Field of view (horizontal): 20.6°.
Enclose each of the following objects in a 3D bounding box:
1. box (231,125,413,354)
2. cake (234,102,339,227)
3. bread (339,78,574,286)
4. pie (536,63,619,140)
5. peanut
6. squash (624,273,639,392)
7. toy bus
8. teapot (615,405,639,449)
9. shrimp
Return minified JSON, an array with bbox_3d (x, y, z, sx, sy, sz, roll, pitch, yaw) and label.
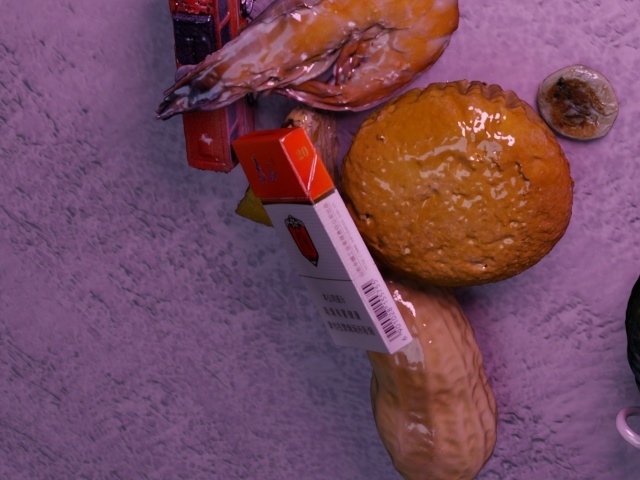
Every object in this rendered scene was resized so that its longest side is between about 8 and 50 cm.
[{"bbox_3d":[0.000,0.000,1.766,0.245,0.035,0.139,62,160,-14],"label":"box"},{"bbox_3d":[-0.037,-0.085,1.860,0.116,0.080,0.185,16,140,29],"label":"cake"},{"bbox_3d":[0.138,-0.060,1.744,0.240,0.139,0.240,9,130,11],"label":"bread"},{"bbox_3d":[0.253,-0.133,1.723,0.085,0.017,0.085,12,128,15],"label":"pie"},{"bbox_3d":[0.107,0.137,1.908,0.147,0.147,0.305,-1,124,23],"label":"peanut"},{"bbox_3d":[0.422,0.094,1.723,0.252,0.165,0.252,13,130,16],"label":"squash"},{"bbox_3d":[-0.108,-0.186,1.788,0.073,0.096,0.235,8,128,15],"label":"toy bus"},{"bbox_3d":[0.416,0.239,1.881,0.226,0.092,0.145,29,128,2],"label":"teapot"},{"bbox_3d":[-0.009,-0.175,1.717,0.317,0.062,0.164,-25,126,7],"label":"shrimp"}]
